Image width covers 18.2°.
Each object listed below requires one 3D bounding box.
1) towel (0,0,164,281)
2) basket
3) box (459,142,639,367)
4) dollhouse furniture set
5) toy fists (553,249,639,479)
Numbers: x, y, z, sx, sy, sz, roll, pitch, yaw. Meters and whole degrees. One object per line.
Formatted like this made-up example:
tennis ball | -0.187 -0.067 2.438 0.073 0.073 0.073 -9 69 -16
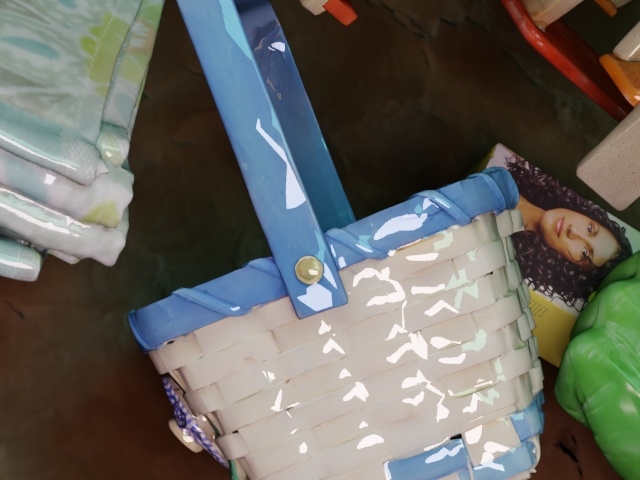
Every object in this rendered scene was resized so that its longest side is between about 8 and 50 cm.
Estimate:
towel | -0.253 -0.143 0.997 0.374 0.090 0.320 25 28 -13
basket | 0.000 0.000 0.995 0.201 0.255 0.289 -17 86 7
box | 0.177 0.042 1.189 0.232 0.058 0.087 31 55 -9
dollhouse furniture set | 0.111 -0.122 1.065 0.259 0.135 0.262 35 21 -39
toy fists | 0.246 0.050 1.126 0.279 0.096 0.142 -24 86 -33
